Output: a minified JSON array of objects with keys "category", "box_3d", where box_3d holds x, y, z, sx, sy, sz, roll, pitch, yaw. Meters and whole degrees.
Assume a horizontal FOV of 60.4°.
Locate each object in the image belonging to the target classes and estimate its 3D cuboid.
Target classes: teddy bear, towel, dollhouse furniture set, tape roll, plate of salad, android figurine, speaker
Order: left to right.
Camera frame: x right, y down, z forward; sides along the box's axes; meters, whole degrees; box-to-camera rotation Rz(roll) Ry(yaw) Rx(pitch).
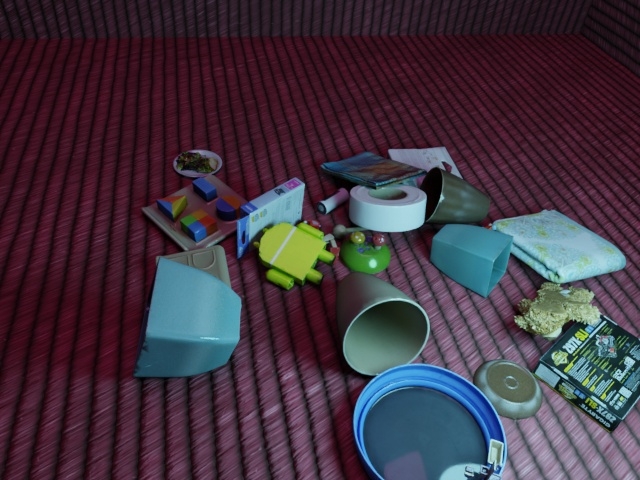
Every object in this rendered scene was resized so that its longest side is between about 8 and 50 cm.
[{"category":"plate of salad","box_3d":[-0.508,-0.328,2.272,0.199,0.048,0.200,3,43,-3]},{"category":"android figurine","box_3d":[-0.094,0.043,1.856,0.272,0.056,0.248,24,63,12]},{"category":"speaker","box_3d":[0.049,-0.153,2.137,0.055,0.055,0.136,34,50,28]},{"category":"towel","box_3d":[0.207,-0.288,2.217,0.271,0.040,0.370,-20,28,-29]},{"category":"tape roll","box_3d":[0.246,-0.129,2.036,0.286,0.100,0.286,0,24,0]},{"category":"dollhouse furniture set","box_3d":[0.401,0.510,1.312,0.090,0.081,0.114,16,43,11]},{"category":"towel","box_3d":[0.836,0.018,1.971,0.320,0.090,0.374,-12,34,-23]},{"category":"teddy bear","box_3d":[0.734,0.220,1.719,0.245,0.113,0.338,3,15,21]}]

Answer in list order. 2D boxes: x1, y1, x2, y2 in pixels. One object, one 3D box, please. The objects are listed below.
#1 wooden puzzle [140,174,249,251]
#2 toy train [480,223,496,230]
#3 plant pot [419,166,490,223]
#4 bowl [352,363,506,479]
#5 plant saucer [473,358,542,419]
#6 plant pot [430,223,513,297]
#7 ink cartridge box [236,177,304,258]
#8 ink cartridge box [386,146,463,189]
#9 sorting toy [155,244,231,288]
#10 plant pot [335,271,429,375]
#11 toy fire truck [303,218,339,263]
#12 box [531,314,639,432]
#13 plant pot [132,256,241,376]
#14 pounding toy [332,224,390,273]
[{"category":"wooden puzzle","box_3d":[-0.435,-0.120,2.027,0.347,0.081,0.322,-31,53,-34]},{"category":"toy train","box_3d":[0.556,-0.012,2.011,0.166,0.046,0.125,-12,12,40]},{"category":"plant pot","box_3d":[0.515,-0.148,2.094,0.230,0.215,0.215,13,41,-14]},{"category":"bowl","box_3d":[0.275,0.503,1.424,0.390,0.077,0.391,3,43,-3]},{"category":"plant saucer","box_3d":[0.543,0.415,1.580,0.198,0.036,0.199,4,43,-3]},{"category":"plant pot","box_3d":[0.507,0.046,1.893,0.234,0.166,0.165,25,45,29]},{"category":"ink cartridge box","box_3d":[-0.187,-0.081,1.933,0.065,0.186,0.311,35,50,25]},{"category":"ink cartridge box","box_3d":[0.438,-0.283,2.313,0.260,0.066,0.296,-3,43,-9]},{"category":"sorting toy","box_3d":[-0.404,0.154,1.767,0.228,0.041,0.307,-9,50,-12]},{"category":"plant pot","box_3d":[0.147,0.211,1.632,0.256,0.257,0.274,-7,28,-14]},{"category":"toy fire truck","box_3d":[0.000,0.000,1.968,0.135,0.047,0.192,5,41,-2]},{"category":"box","box_3d":[0.831,0.371,1.631,0.322,0.079,0.257,-30,51,-33]},{"category":"plant pot","box_3d":[-0.358,0.231,1.525,0.252,0.247,0.248,12,48,-18]},{"category":"pounding toy","box_3d":[0.153,-0.001,1.939,0.182,0.110,0.237,-9,45,-16]}]
